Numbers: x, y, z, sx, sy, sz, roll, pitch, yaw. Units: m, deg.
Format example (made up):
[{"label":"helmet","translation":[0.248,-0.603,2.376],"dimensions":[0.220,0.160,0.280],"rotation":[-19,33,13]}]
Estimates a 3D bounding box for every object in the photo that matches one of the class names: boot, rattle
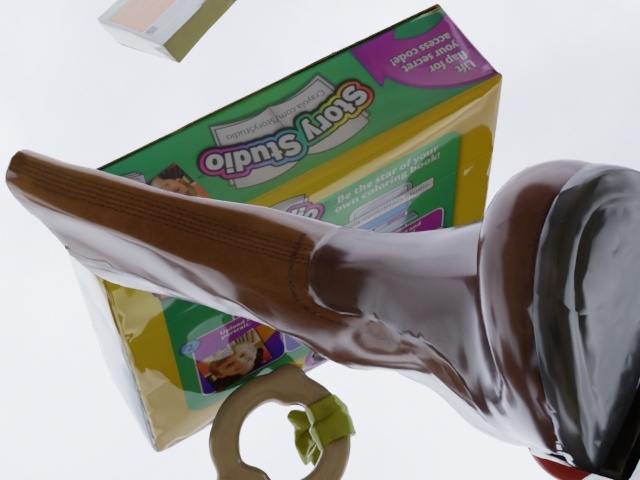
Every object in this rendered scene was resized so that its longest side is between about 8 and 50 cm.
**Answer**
[{"label":"boot","translation":[0.000,0.000,0.572],"dimensions":[0.280,0.264,0.096],"rotation":[20,-96,19]},{"label":"rattle","translation":[-0.064,0.213,1.273],"dimensions":[0.130,0.143,0.199],"rotation":[41,-104,-7]}]

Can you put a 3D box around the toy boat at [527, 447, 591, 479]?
[{"label":"toy boat","translation":[0.321,0.189,1.447],"dimensions":[0.231,0.151,0.151],"rotation":[6,-96,17]}]

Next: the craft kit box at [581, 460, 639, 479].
[{"label":"craft kit box","translation":[0.127,0.176,0.686],"dimensions":[0.250,0.246,0.061],"rotation":[-38,-96,-31]}]

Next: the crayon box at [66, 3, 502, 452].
[{"label":"crayon box","translation":[-0.027,-0.002,1.229],"dimensions":[0.363,0.106,0.313],"rotation":[-28,-30,-15]}]

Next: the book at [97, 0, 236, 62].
[{"label":"book","translation":[-0.134,-0.214,1.278],"dimensions":[0.096,0.144,0.035],"rotation":[-48,-58,-10]}]
